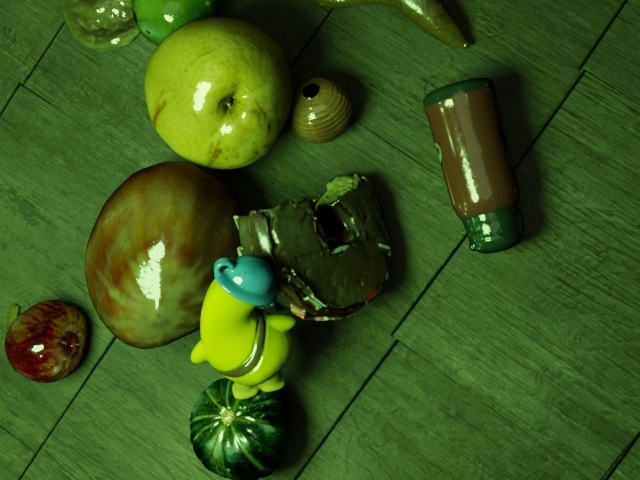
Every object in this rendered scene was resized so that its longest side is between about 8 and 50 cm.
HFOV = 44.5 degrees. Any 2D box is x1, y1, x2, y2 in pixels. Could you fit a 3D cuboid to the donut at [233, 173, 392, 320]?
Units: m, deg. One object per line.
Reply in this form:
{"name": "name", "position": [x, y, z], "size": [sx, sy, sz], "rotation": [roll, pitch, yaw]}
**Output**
{"name": "donut", "position": [0.005, 0.023, 1.511], "size": [0.136, 0.345, 0.259], "rotation": [-17, 96, 45]}

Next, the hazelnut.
{"name": "hazelnut", "position": [-0.293, 0.028, 1.520], "size": [0.366, 0.366, 0.365], "rotation": [0, 88, 9]}

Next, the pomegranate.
{"name": "pomegranate", "position": [-0.309, -0.498, 1.602], "size": [0.187, 0.225, 0.186], "rotation": [-3, 73, 10]}

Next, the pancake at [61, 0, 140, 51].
{"name": "pancake", "position": [-0.464, -0.534, 1.720], "size": [0.236, 0.042, 0.222], "rotation": [-31, 82, 6]}

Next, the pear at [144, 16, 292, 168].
{"name": "pear", "position": [-0.196, -0.287, 1.531], "size": [0.315, 0.314, 0.314], "rotation": [0, 88, 9]}

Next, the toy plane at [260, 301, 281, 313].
{"name": "toy plane", "position": [-0.077, 0.107, 1.634], "size": [0.235, 0.060, 0.096], "rotation": [20, 78, 13]}

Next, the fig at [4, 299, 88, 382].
{"name": "fig", "position": [-0.606, 0.216, 1.667], "size": [0.207, 0.175, 0.175], "rotation": [-2, 88, 23]}

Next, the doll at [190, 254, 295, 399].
{"name": "doll", "position": [-0.142, 0.164, 1.396], "size": [0.200, 0.362, 0.145], "rotation": [-17, 44, -9]}

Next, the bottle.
{"name": "bottle", "position": [0.308, -0.140, 1.541], "size": [0.144, 0.144, 0.335], "rotation": [-14, 88, 8]}

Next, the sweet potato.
{"name": "sweet potato", "position": [0.153, -0.493, 1.606], "size": [0.346, 0.079, 0.108], "rotation": [20, 103, 12]}

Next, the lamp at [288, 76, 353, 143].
{"name": "lamp", "position": [-0.001, -0.267, 1.594], "size": [0.137, 0.136, 0.136], "rotation": [0, 88, 9]}

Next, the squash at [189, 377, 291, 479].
{"name": "squash", "position": [-0.158, 0.377, 1.568], "size": [0.218, 0.172, 0.218], "rotation": [-6, 48, 7]}
